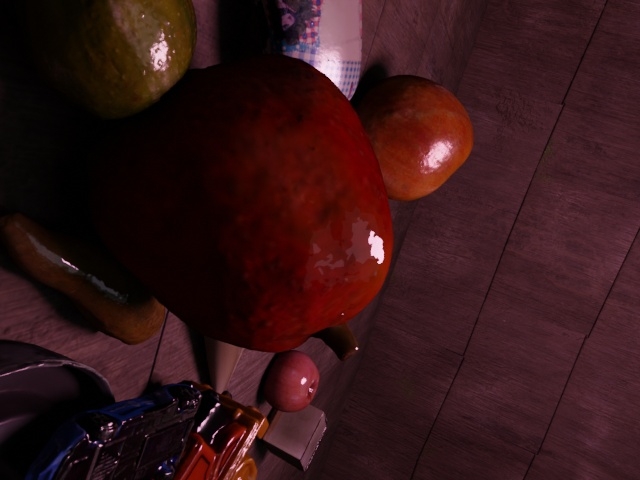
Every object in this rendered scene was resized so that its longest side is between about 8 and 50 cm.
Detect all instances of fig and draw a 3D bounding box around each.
[{"bbox_3d":[-0.156,-0.169,0.326,0.123,0.123,0.156,-59,144,-29],"label":"fig"}]

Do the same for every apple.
[{"bbox_3d":[-0.069,0.350,1.193,0.153,0.119,0.153,-55,158,-36],"label":"apple"},{"bbox_3d":[0.210,-0.228,1.106,0.302,0.301,0.302,-56,159,-35],"label":"apple"}]

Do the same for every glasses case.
[{"bbox_3d":[-0.015,-0.304,0.535,0.125,0.076,0.328,-24,123,-30],"label":"glasses case"}]

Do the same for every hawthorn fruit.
[{"bbox_3d":[-0.050,-0.021,0.469,0.265,0.307,0.265,-38,174,-5],"label":"hawthorn fruit"}]

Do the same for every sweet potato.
[{"bbox_3d":[-0.212,0.047,0.470,0.077,0.077,0.244,-61,163,-22],"label":"sweet potato"}]

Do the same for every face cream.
[{"bbox_3d":[-0.151,0.154,0.798,0.341,0.084,0.137,102,9,-50],"label":"face cream"}]

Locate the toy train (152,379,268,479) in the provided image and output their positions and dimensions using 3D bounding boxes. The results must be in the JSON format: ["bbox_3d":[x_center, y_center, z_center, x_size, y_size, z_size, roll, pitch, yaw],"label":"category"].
[{"bbox_3d":[-0.231,0.359,0.656,0.369,0.163,0.232,-57,151,-33],"label":"toy train"}]

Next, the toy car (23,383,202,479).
[{"bbox_3d":[-0.200,0.203,0.480,0.216,0.063,0.103,17,93,-68],"label":"toy car"}]

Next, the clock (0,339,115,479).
[{"bbox_3d":[-0.314,0.239,0.398,0.325,0.067,0.325,-56,159,-34],"label":"clock"}]

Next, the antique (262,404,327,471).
[{"bbox_3d":[-0.075,0.537,1.352,0.147,0.147,0.152,-59,160,-31],"label":"antique"}]
